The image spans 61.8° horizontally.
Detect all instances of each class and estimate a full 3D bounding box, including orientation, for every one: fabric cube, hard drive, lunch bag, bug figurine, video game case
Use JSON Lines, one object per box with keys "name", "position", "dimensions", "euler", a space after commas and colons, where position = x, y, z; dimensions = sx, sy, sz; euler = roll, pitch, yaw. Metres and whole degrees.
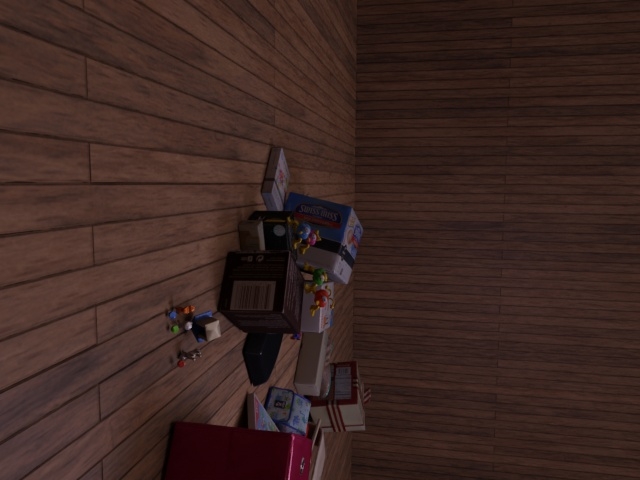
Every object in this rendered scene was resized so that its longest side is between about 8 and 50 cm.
{"name": "fabric cube", "position": [-0.169, 0.535, 1.126], "dimensions": [0.254, 0.259, 0.258], "euler": [70, 24, -64]}
{"name": "hard drive", "position": [-0.164, 0.299, 1.637], "dimensions": [0.255, 0.054, 0.172], "euler": [-74, 162, -52]}
{"name": "lunch bag", "position": [-0.115, 0.564, 1.754], "dimensions": [0.096, 0.151, 0.129], "euler": [-45, -161, 35]}
{"name": "bug figurine", "position": [-0.022, 0.056, 1.481], "dimensions": [0.216, 0.072, 0.279], "euler": [-85, 161, -80]}
{"name": "video game case", "position": [-0.150, 0.607, 1.564], "dimensions": [0.204, 0.025, 0.285], "euler": [-103, 173, -50]}

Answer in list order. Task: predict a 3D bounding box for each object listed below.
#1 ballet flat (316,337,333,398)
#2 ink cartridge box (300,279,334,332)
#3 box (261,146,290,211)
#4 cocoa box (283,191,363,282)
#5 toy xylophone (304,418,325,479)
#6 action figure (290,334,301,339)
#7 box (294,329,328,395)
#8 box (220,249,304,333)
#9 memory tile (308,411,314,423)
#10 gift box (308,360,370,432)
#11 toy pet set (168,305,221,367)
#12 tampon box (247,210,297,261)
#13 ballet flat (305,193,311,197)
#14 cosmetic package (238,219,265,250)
{"name": "ballet flat", "position": [-0.015, 0.538, 2.330], "dimensions": [0.106, 0.107, 0.316], "euler": [39, 30, -23]}
{"name": "ink cartridge box", "position": [-0.055, 0.226, 1.885], "dimensions": [0.232, 0.168, 0.171], "euler": [12, 80, -78]}
{"name": "box", "position": [-0.142, -0.184, 1.730], "dimensions": [0.145, 0.038, 0.186], "euler": [76, 18, -56]}
{"name": "cocoa box", "position": [0.000, 0.000, 1.887], "dimensions": [0.347, 0.231, 0.228], "euler": [47, 59, -74]}
{"name": "toy xylophone", "position": [-0.044, 0.751, 1.827], "dimensions": [0.323, 0.081, 0.236], "euler": [-63, 153, -65]}
{"name": "action figure", "position": [-0.091, 0.371, 2.092], "dimensions": [0.115, 0.030, 0.038], "euler": [42, 46, -78]}
{"name": "box", "position": [-0.035, 0.492, 2.216], "dimensions": [0.113, 0.094, 0.275], "euler": [79, 17, -47]}
{"name": "box", "position": [-0.146, 0.140, 1.413], "dimensions": [0.203, 0.168, 0.167], "euler": [69, 22, -64]}
{"name": "memory tile", "position": [-0.041, 0.815, 2.441], "dimensions": [0.113, 0.012, 0.148], "euler": [73, 21, -58]}
{"name": "gift box", "position": [0.088, 0.697, 2.413], "dimensions": [0.276, 0.255, 0.258], "euler": [-80, 163, -47]}
{"name": "toy pet set", "position": [-0.273, 0.184, 1.123], "dimensions": [0.114, 0.065, 0.122], "euler": [-17, 109, -41]}
{"name": "tampon box", "position": [-0.139, 0.005, 1.554], "dimensions": [0.101, 0.120, 0.161], "euler": [-69, 158, -63]}
{"name": "ballet flat", "position": [-0.055, -0.114, 2.146], "dimensions": [0.057, 0.049, 0.173], "euler": [77, 18, -54]}
{"name": "cosmetic package", "position": [-0.187, 0.004, 1.472], "dimensions": [0.041, 0.060, 0.115], "euler": [-61, 149, -64]}
